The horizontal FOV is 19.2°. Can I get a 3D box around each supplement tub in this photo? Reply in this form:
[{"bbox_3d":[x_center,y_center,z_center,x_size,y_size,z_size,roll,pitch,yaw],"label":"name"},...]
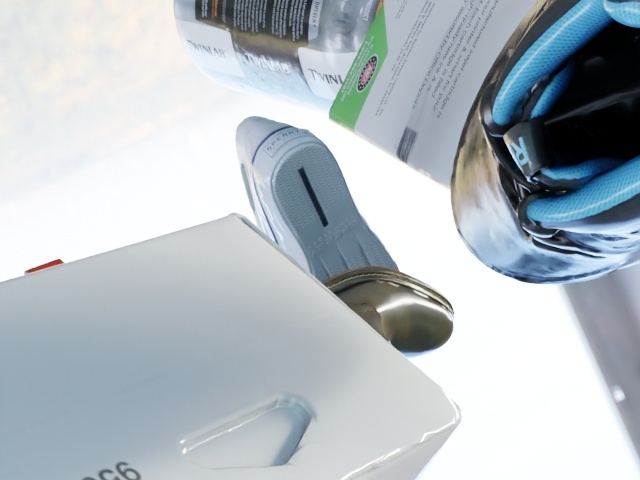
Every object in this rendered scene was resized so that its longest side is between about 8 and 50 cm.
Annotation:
[{"bbox_3d":[0.019,-0.217,1.826,0.193,0.193,0.316,-26,-152,-33],"label":"supplement tub"}]

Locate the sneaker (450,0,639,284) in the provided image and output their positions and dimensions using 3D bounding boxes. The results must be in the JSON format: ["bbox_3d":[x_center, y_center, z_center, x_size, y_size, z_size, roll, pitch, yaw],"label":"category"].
[{"bbox_3d":[0.109,-0.056,0.756,0.139,0.125,0.341,-26,170,-23],"label":"sneaker"}]

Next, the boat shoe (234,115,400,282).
[{"bbox_3d":[0.000,0.000,1.365,0.083,0.226,0.076,-29,-142,-16],"label":"boat shoe"}]

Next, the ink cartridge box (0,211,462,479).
[{"bbox_3d":[-0.145,0.201,0.885,0.285,0.166,0.395,-20,146,-57],"label":"ink cartridge box"}]

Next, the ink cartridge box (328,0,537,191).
[{"bbox_3d":[0.144,-0.133,1.430,0.211,0.121,0.289,-63,-155,6],"label":"ink cartridge box"}]

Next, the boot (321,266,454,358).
[{"bbox_3d":[0.015,0.076,1.165,0.219,0.106,0.082,3,129,-38],"label":"boot"}]

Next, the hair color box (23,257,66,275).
[{"bbox_3d":[-0.209,0.085,1.681,0.043,0.141,0.072,-21,139,-42],"label":"hair color box"}]
